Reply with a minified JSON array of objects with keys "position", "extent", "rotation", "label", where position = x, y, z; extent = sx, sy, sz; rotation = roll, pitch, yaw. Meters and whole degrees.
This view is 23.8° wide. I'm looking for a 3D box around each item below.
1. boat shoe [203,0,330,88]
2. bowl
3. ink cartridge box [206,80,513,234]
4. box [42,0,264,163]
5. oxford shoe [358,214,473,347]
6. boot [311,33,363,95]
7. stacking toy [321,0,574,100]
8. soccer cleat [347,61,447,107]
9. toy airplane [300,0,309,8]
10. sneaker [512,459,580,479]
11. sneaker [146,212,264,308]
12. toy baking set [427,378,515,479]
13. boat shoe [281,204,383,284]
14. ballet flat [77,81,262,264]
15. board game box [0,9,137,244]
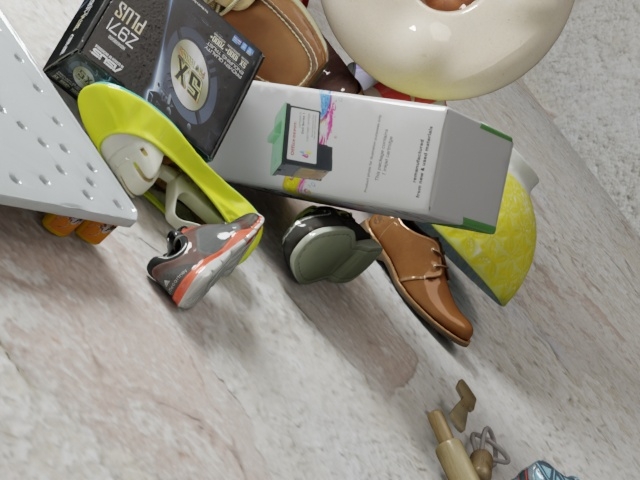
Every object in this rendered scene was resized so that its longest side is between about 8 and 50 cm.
[{"position":[-0.137,-0.284,1.770],"extent":[0.324,0.122,0.120],"rotation":[41,21,11],"label":"boat shoe"},{"position":[0.198,-0.065,2.032],"extent":[0.289,0.156,0.289],"rotation":[46,0,0],"label":"bowl"},{"position":[0.042,-0.093,1.670],"extent":[0.278,0.117,0.201],"rotation":[11,-1,27],"label":"ink cartridge box"},{"position":[-0.167,-0.180,1.542],"extent":[0.180,0.077,0.147],"rotation":[40,57,-24],"label":"box"},{"position":[0.132,0.039,1.906],"extent":[0.212,0.076,0.076],"rotation":[54,17,17],"label":"oxford shoe"},{"position":[-0.040,-0.287,2.103],"extent":[0.207,0.090,0.248],"rotation":[63,-8,-33],"label":"boot"},{"position":[0.157,-0.392,2.210],"extent":[0.350,0.350,0.480],"rotation":[44,4,-9],"label":"stacking toy"},{"position":[0.104,-0.206,2.225],"extent":[0.318,0.116,0.109],"rotation":[-111,-174,-75],"label":"soccer cleat"},{"position":[-0.090,-0.542,2.306],"extent":[0.384,0.272,0.386],"rotation":[-89,172,-50],"label":"toy airplane"},{"position":[0.286,0.301,1.600],"extent":[0.262,0.104,0.125],"rotation":[41,19,-47],"label":"sneaker"},{"position":[-0.106,0.002,1.399],"extent":[0.065,0.061,0.158],"rotation":[37,32,6],"label":"sneaker"},{"position":[0.175,0.252,1.614],"extent":[0.197,0.030,0.256],"rotation":[31,29,-59],"label":"toy baking set"},{"position":[0.000,0.000,1.672],"extent":[0.069,0.081,0.228],"rotation":[49,10,16],"label":"boat shoe"},{"position":[-0.147,-0.057,1.460],"extent":[0.231,0.077,0.077],"rotation":[42,40,-21],"label":"ballet flat"},{"position":[-0.361,-0.165,1.207],"extent":[0.390,0.050,0.390],"rotation":[54,18,21],"label":"board game box"}]
